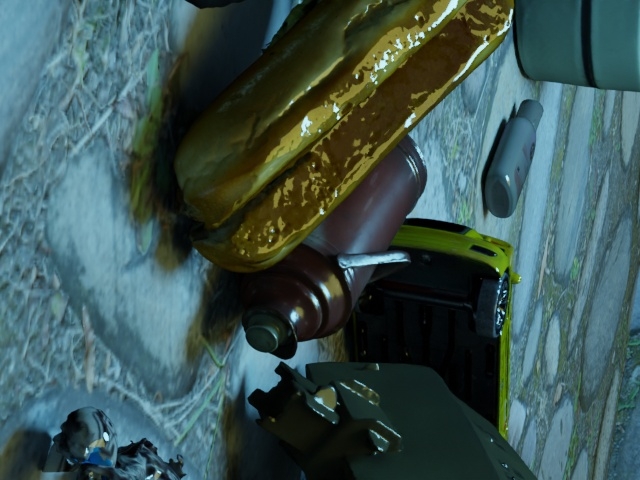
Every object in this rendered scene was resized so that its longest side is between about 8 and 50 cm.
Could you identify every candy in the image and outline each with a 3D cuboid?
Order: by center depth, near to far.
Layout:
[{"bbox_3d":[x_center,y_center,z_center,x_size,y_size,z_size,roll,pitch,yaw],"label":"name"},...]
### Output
[{"bbox_3d":[-0.104,0.156,0.906,0.051,0.094,0.226,-40,161,0],"label":"candy"}]

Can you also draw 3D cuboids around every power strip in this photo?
[{"bbox_3d":[0.356,-0.360,1.878,0.357,0.161,0.357,9,90,-71],"label":"power strip"}]

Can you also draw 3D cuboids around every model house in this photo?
[{"bbox_3d":[0.028,0.195,1.188,0.243,0.204,0.211,39,11,-29],"label":"model house"}]

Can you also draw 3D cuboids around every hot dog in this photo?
[{"bbox_3d":[0.022,-0.119,1.029,0.337,0.100,0.135,-46,148,-24],"label":"hot dog"}]

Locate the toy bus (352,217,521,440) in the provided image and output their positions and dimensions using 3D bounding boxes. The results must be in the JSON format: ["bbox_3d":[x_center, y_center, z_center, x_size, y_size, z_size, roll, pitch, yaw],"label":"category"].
[{"bbox_3d":[0.109,0.101,1.405,0.151,0.145,0.331,-62,156,-46],"label":"toy bus"}]

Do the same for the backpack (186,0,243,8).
[{"bbox_3d":[0.004,-0.283,0.767,0.446,0.255,0.363,11,87,-57],"label":"backpack"}]

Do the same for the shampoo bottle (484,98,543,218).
[{"bbox_3d":[0.238,-0.107,1.836,0.080,0.040,0.165,77,30,-45],"label":"shampoo bottle"}]

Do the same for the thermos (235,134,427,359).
[{"bbox_3d":[-0.003,0.001,1.116,0.124,0.099,0.232,51,39,-14],"label":"thermos"}]
